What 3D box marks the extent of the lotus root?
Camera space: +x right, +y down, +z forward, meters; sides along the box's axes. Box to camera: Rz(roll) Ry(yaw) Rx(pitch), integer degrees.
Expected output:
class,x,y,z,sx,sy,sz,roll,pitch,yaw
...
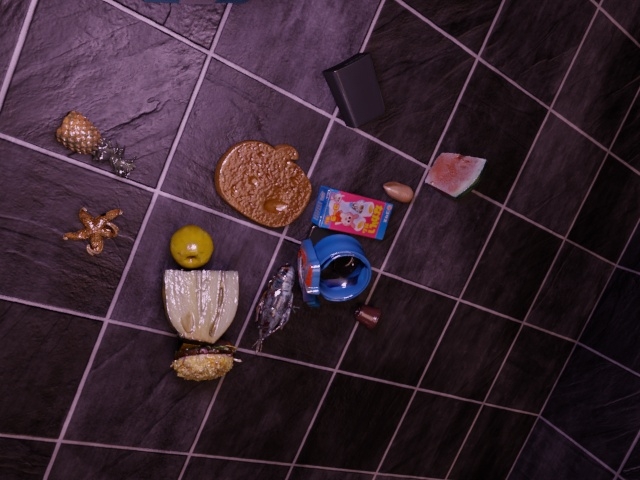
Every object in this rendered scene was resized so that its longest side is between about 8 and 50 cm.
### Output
class,x,y,z,sx,sy,sz,roll,pitch,yaw
lotus root,-0.429,0.244,1.666,0.267,0.149,0.260,2,73,-29

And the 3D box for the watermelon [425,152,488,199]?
class,x,y,z,sx,sy,sz,roll,pitch,yaw
watermelon,0.581,-0.291,1.982,0.201,0.261,0.213,31,96,0

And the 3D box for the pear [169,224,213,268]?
class,x,y,z,sx,sy,sz,roll,pitch,yaw
pear,-0.453,0.022,1.640,0.149,0.162,0.149,-8,126,-11

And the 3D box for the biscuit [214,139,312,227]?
class,x,y,z,sx,sy,sz,roll,pitch,yaw
biscuit,-0.199,-0.223,1.727,0.367,0.063,0.314,33,88,-28

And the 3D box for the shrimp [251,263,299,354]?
class,x,y,z,sx,sy,sz,roll,pitch,yaw
shrimp,-0.165,0.275,1.844,0.172,0.137,0.372,18,97,-10

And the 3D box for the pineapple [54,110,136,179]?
class,x,y,z,sx,sy,sz,roll,pitch,yaw
pineapple,-0.694,-0.295,1.468,0.251,0.125,0.125,39,88,-33

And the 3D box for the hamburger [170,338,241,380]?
class,x,y,z,sx,sy,sz,roll,pitch,yaw
hamburger,-0.425,0.449,1.744,0.262,0.243,0.138,1,68,-22

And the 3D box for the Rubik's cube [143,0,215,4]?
class,x,y,z,sx,sy,sz,roll,pitch,yaw
Rubik's cube,-0.346,-0.874,1.302,0.344,0.346,0.347,-11,109,-21

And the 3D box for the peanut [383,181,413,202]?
class,x,y,z,sx,sy,sz,roll,pitch,yaw
peanut,0.326,-0.203,1.953,0.152,0.076,0.076,20,97,-23

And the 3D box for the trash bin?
class,x,y,z,sx,sy,sz,roll,pitch,yaw
trash bin,0.133,-0.556,1.740,0.165,0.115,0.225,-31,117,-11

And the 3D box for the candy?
class,x,y,z,sx,sy,sz,roll,pitch,yaw
candy,0.130,-0.110,1.884,0.306,0.100,0.157,11,100,-25

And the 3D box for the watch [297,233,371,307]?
class,x,y,z,sx,sy,sz,roll,pitch,yaw
watch,0.055,0.143,1.827,0.275,0.241,0.305,-7,124,-9

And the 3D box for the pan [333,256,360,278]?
class,x,y,z,sx,sy,sz,roll,pitch,yaw
pan,0.083,0.106,1.956,0.202,0.048,0.128,-47,117,-6

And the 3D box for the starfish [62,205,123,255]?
class,x,y,z,sx,sy,sz,roll,pitch,yaw
starfish,-0.740,-0.049,1.535,0.190,0.074,0.146,-46,119,-5

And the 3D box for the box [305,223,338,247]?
class,x,y,z,sx,sy,sz,roll,pitch,yaw
box,0.000,0.000,1.903,0.125,0.027,0.126,14,101,-24

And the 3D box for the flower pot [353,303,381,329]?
class,x,y,z,sx,sy,sz,roll,pitch,yaw
flower pot,0.198,0.327,2.054,0.089,0.111,0.111,28,93,-13
